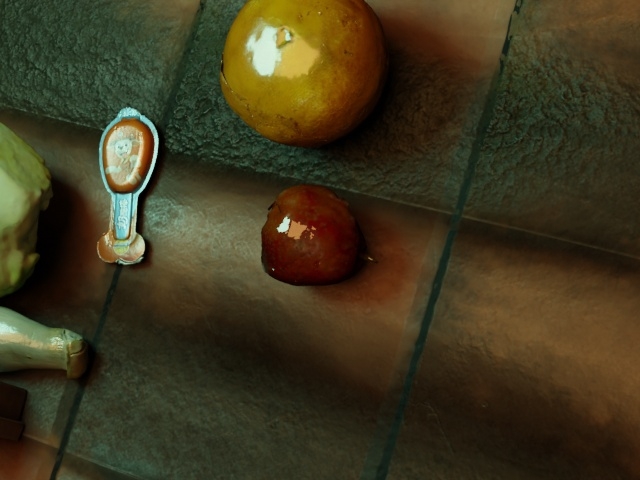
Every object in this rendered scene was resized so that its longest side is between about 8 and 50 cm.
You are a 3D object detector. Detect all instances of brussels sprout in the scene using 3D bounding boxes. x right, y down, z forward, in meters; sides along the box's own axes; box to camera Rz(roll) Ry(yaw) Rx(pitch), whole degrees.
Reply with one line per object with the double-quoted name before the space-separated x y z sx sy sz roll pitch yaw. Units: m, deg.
"brussels sprout" -0.572 -0.053 1.586 0.344 0.344 0.268 -17 41 16

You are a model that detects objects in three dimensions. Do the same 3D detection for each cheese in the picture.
"cheese" -0.306 -0.086 1.609 0.106 0.037 0.256 -2 79 21

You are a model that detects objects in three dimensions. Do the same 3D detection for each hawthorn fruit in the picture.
"hawthorn fruit" 0.000 0.000 1.433 0.172 0.148 0.148 21 88 15

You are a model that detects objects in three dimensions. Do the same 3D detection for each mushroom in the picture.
"mushroom" -0.465 0.155 1.596 0.225 0.093 0.116 -1 124 13

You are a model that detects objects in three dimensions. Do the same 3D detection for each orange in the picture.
"orange" -0.019 -0.248 1.443 0.240 0.240 0.240 -4 79 19

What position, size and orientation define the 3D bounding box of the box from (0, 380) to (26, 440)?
"box" -0.592 0.232 1.560 0.215 0.215 0.086 8 75 20
